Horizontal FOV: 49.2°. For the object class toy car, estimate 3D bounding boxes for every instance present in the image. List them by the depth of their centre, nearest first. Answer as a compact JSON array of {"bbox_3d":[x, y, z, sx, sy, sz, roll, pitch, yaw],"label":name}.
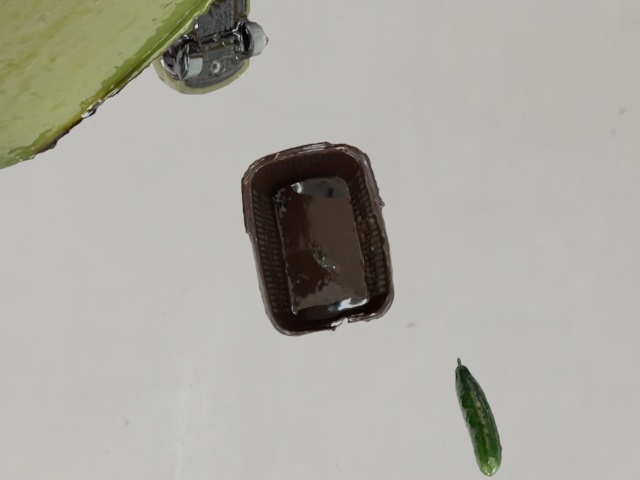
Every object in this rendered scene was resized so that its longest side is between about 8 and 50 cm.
[{"bbox_3d":[-0.122,-0.263,0.607,0.101,0.124,0.256,-31,139,-39],"label":"toy car"}]

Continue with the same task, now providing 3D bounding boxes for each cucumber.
[{"bbox_3d":[0.186,0.207,0.826,0.037,0.155,0.037,-5,136,-5],"label":"cucumber"}]

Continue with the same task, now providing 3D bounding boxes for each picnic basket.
[{"bbox_3d":[0.000,0.000,1.138,0.222,0.129,0.297,-12,82,2],"label":"picnic basket"}]

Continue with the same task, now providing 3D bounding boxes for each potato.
[{"bbox_3d":[-0.144,-0.148,0.345,0.272,0.160,0.111,-33,81,27],"label":"potato"}]
